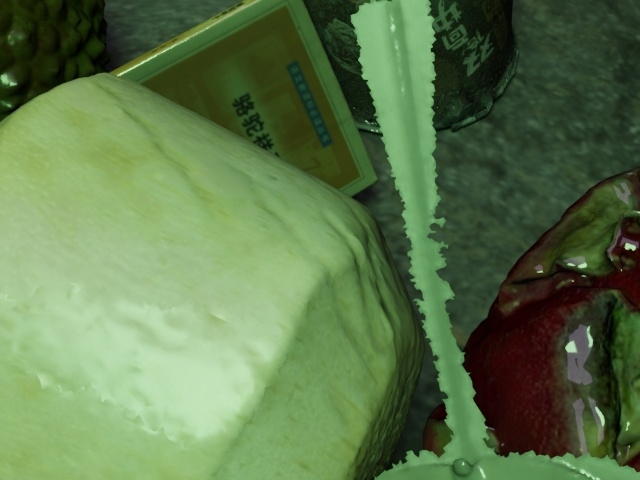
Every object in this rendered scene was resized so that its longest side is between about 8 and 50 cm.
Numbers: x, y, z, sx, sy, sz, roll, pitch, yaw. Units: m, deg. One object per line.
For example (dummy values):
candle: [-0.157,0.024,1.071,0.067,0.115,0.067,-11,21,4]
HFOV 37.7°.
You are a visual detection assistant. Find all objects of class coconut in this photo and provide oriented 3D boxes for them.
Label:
coconut: [-0.113,0.058,0.515,0.329,0.329,0.329,-1,54,1]

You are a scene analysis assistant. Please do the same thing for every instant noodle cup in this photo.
instant noodle cup: [0.069,-0.232,0.768,0.217,0.207,0.217,-1,53,2]

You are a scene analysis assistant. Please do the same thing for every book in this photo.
book: [-0.092,-0.051,0.652,0.241,0.170,0.018,-30,33,-6]

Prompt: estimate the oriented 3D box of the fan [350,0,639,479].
fan: [0.058,0.106,0.341,0.233,0.012,0.415,-16,82,26]

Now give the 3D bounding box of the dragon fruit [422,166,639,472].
dragon fruit: [0.207,0.120,0.448,0.329,0.329,0.329,-1,54,1]

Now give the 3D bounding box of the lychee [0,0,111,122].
lychee: [-0.297,-0.136,0.687,0.270,0.270,0.320,22,23,17]
